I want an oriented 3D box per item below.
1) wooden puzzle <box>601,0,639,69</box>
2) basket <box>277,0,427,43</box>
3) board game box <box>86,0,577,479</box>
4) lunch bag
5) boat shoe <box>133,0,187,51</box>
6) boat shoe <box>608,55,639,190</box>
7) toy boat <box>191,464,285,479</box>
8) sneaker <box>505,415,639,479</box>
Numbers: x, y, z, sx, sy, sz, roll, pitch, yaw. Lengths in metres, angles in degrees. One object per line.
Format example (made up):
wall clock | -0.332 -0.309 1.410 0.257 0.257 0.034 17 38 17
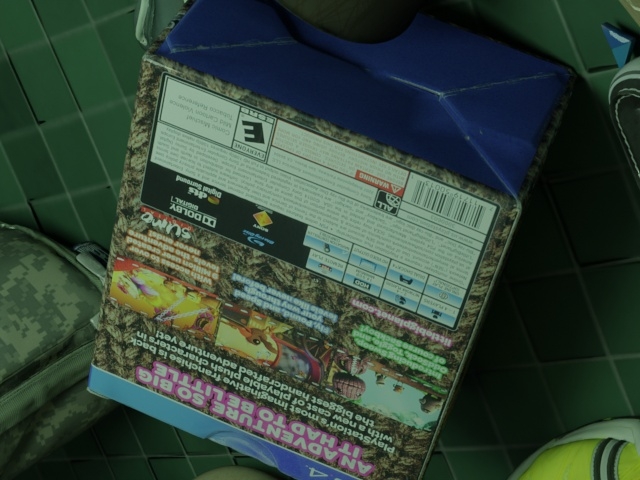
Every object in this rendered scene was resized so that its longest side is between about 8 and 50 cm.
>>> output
wooden puzzle | 0.193 -0.145 0.999 0.116 0.014 0.078 -32 87 51
basket | 0.051 -0.248 0.978 0.227 0.154 0.204 -35 86 47
board game box | 0.000 0.000 1.138 0.232 0.141 0.291 22 133 7
lunch bag | -0.313 0.119 1.480 0.256 0.305 0.213 8 123 47
boat shoe | -0.097 -0.244 1.157 0.099 0.116 0.319 18 132 34
boat shoe | 0.225 0.004 1.008 0.228 0.076 0.080 57 144 -4
toy boat | -0.033 0.284 1.443 0.231 0.151 0.151 27 161 32
sneaker | 0.211 0.213 1.077 0.384 0.147 0.145 14 127 60
